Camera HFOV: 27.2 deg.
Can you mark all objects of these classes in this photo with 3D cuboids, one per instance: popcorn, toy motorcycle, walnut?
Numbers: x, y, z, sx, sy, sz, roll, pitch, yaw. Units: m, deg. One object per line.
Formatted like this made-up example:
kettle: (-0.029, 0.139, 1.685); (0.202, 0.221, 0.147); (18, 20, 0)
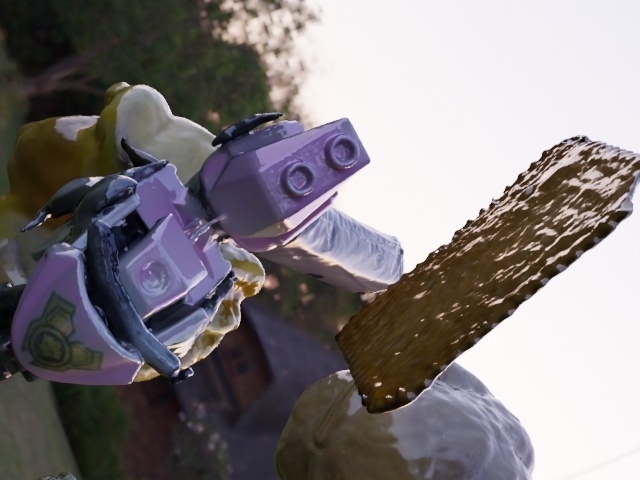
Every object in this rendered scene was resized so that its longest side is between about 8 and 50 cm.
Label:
popcorn: (-0.206, -0.012, 1.354); (0.281, 0.316, 0.297); (-13, 110, -72)
toy motorcycle: (-0.102, 0.009, 0.918); (0.143, 0.327, 0.188); (63, -18, -13)
walnut: (0.126, 0.338, 1.922); (0.381, 0.381, 0.381); (159, -90, -83)

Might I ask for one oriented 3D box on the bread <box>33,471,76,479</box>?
bread: (-0.257, 0.282, 1.073); (0.102, 0.196, 0.138); (-22, 82, -55)

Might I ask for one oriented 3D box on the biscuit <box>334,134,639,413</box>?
biscuit: (0.108, 0.014, 0.859); (0.013, 0.232, 0.237); (50, 1, -11)

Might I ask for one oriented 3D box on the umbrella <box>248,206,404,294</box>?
umbrella: (0.000, 0.000, 1.286); (0.337, 0.073, 0.067); (23, 43, -64)
